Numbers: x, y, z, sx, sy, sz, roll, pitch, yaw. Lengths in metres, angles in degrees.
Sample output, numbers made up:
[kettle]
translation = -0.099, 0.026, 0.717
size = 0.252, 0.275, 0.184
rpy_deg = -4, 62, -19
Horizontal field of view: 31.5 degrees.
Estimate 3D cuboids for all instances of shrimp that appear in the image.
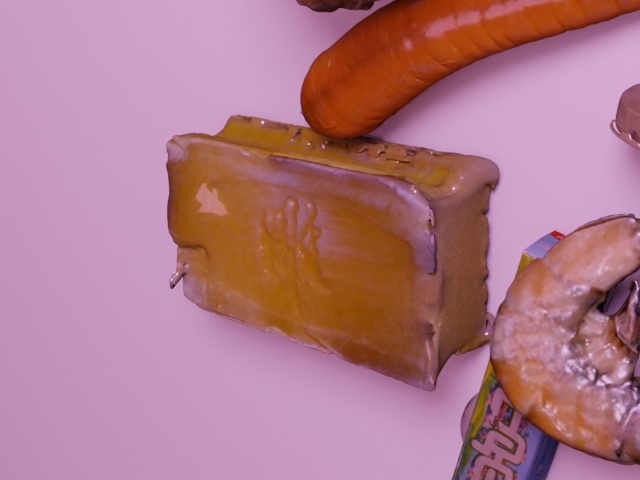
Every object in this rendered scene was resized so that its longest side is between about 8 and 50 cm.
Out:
[shrimp]
translation = 0.198, 0.061, 0.600
size = 0.217, 0.051, 0.150
rpy_deg = 12, 113, 16

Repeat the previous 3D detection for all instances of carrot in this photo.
[carrot]
translation = 0.078, -0.118, 0.648
size = 0.271, 0.062, 0.066
rpy_deg = -23, 87, 43

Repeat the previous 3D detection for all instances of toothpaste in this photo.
[toothpaste]
translation = 0.121, 0.086, 0.705
size = 0.070, 0.044, 0.193
rpy_deg = 30, 125, 28

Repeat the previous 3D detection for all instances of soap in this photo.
[soap]
translation = 0.001, -0.001, 0.756
size = 0.233, 0.076, 0.135
rpy_deg = 14, 118, 36

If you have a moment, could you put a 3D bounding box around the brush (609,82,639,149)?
[brush]
translation = 0.279, 0.014, 0.528
size = 0.327, 0.070, 0.065
rpy_deg = 33, 137, 29

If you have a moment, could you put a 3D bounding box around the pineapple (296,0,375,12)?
[pineapple]
translation = 0.010, -0.223, 0.605
size = 0.166, 0.166, 0.193
rpy_deg = -19, 87, 44
